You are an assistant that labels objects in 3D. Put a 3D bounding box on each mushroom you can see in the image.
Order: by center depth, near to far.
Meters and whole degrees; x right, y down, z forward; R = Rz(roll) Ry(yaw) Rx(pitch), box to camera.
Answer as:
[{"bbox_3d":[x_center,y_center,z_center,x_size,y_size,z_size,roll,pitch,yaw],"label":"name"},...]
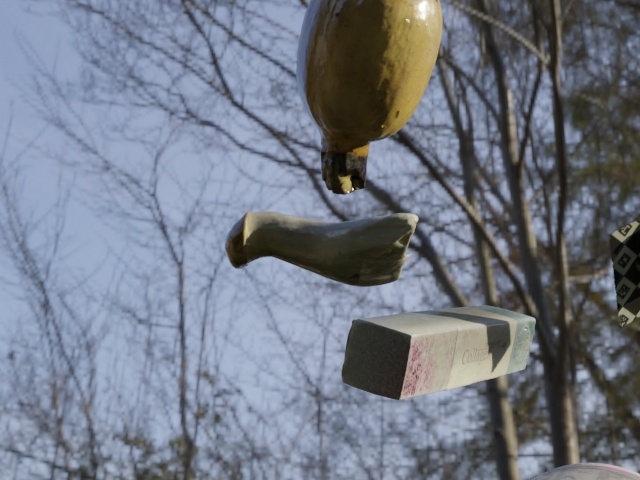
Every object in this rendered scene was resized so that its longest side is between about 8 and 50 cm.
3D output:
[{"bbox_3d":[0.000,0.000,1.772,0.329,0.122,0.159,5,-57,6],"label":"mushroom"}]

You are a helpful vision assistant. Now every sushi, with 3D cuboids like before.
[{"bbox_3d":[0.360,0.022,1.067,0.126,0.026,0.120,-27,-57,-15],"label":"sushi"}]

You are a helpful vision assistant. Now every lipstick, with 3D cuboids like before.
[{"bbox_3d":[0.131,0.109,1.057,0.068,0.066,0.317,15,7,31],"label":"lipstick"}]

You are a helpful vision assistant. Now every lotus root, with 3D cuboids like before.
[{"bbox_3d":[0.051,-0.212,1.321,0.183,0.183,0.309,10,-71,-12],"label":"lotus root"}]

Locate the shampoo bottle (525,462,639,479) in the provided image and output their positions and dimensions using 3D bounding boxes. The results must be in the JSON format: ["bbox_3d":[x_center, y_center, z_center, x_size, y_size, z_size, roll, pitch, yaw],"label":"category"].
[{"bbox_3d":[0.259,0.362,1.006,0.273,0.272,0.266,-11,0,21],"label":"shampoo bottle"}]
